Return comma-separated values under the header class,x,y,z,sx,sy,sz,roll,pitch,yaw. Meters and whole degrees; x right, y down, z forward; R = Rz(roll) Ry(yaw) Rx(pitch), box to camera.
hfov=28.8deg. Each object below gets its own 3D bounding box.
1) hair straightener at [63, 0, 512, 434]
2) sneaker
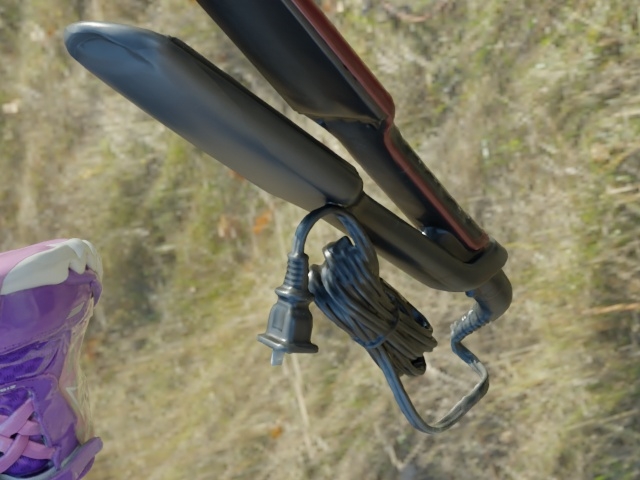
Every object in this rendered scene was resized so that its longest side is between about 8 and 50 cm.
class,x,y,z,sx,sy,sz,roll,pitch,yaw
hair straightener,0.000,0.000,0.389,0.047,0.230,0.089,13,68,36
sneaker,-0.136,0.069,0.552,0.236,0.095,0.104,128,129,-71
